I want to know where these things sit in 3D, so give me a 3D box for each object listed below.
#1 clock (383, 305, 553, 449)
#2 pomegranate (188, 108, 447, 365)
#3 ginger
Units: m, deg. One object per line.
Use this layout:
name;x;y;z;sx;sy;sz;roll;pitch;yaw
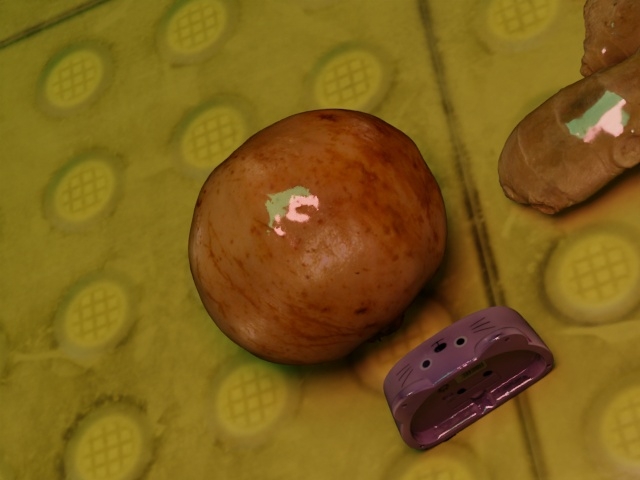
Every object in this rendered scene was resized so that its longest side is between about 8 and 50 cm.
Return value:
clock;0.122;0.114;1.490;0.152;0.110;0.050;-33;56;6
pomegranate;0.000;0.000;1.556;0.248;0.248;0.248;-13;58;21
ginger;0.328;-0.206;1.564;0.348;0.122;0.363;-11;48;32
